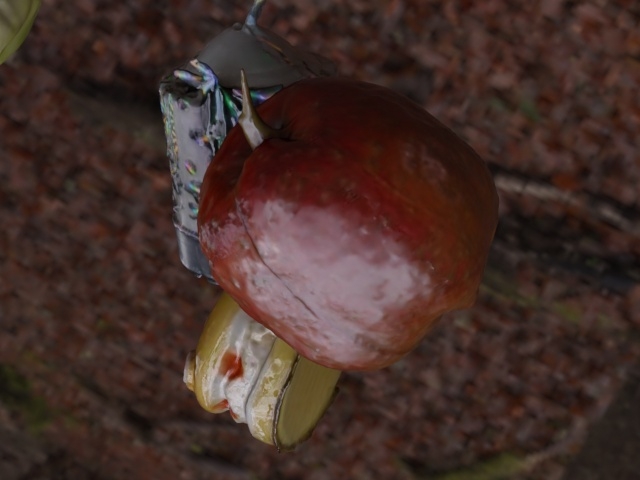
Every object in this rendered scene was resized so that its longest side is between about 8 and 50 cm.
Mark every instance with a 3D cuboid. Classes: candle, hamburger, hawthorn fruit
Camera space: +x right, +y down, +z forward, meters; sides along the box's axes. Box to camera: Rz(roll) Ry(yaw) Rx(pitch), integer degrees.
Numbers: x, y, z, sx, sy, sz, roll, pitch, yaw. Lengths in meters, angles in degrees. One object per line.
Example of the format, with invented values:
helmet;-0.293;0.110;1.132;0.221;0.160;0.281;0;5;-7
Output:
candle;-0.064;-0.118;1.512;0.187;0.187;0.330;19;123;42
hamburger;-0.068;0.150;2.188;0.186;0.261;0.303;24;178;20
hawthorn fruit;0.021;-0.015;1.328;0.262;0.258;0.258;7;177;-22

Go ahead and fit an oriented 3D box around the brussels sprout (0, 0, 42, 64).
brussels sprout;-0.412;-0.266;1.550;0.243;0.273;0.316;40;-176;-24
